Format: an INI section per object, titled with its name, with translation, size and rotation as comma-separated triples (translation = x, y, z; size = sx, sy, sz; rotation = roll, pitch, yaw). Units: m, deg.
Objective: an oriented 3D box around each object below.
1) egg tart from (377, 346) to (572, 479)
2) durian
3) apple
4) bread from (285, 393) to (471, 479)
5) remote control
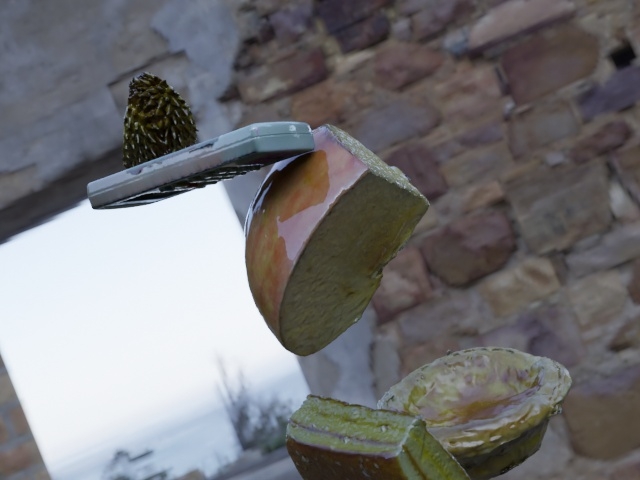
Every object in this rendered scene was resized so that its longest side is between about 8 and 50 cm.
[egg tart]
translation = 0.285, 0.331, 2.295
size = 0.388, 0.169, 0.388
rotation = -18, 15, 5
[durian]
translation = -0.305, -0.195, 2.184
size = 0.144, 0.139, 0.252
rotation = -29, -27, -13
[apple]
translation = 0.000, 0.000, 1.881
size = 0.309, 0.252, 0.314
rotation = -52, 14, 9
[bread]
translation = 0.074, 0.312, 1.654
size = 0.234, 0.184, 0.110
rotation = 2, 44, 49
[remote control]
translation = -0.176, -0.107, 1.809
size = 0.344, 0.050, 0.145
rotation = -15, -3, 35
